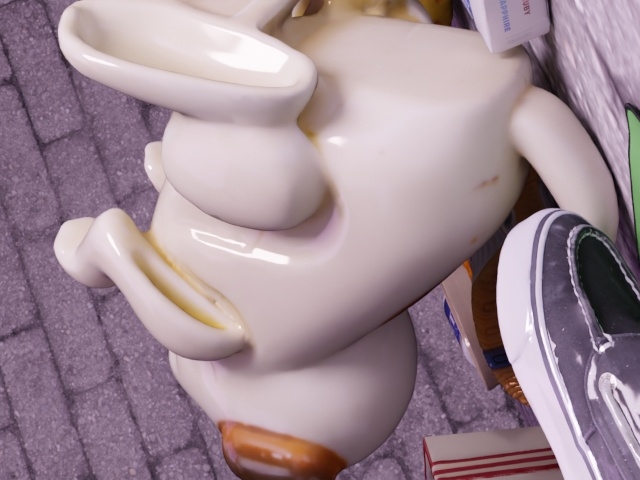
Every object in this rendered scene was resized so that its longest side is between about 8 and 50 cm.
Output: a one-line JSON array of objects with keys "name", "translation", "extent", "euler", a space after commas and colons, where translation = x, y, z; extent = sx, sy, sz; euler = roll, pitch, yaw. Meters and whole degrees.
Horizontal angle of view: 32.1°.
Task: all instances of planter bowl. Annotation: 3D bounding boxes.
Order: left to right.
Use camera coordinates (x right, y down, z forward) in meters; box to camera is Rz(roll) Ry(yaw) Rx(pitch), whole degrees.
[{"name": "planter bowl", "translation": [0.223, 0.090, 1.366], "extent": [0.162, 0.109, 0.162], "euler": [-23, -90, -87]}]

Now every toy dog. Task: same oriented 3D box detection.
[{"name": "toy dog", "translation": [0.000, 0.000, 0.858], "extent": [0.284, 0.395, 0.408], "euler": [-68, -9, -50]}]

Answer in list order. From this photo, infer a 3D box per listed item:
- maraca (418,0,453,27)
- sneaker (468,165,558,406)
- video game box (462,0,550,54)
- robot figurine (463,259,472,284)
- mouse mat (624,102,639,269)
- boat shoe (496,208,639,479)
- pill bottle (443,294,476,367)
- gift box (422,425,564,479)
[{"name": "maraca", "translation": [0.075, -0.233, 1.041], "extent": [0.127, 0.099, 0.186], "euler": [-139, 49, -78]}, {"name": "sneaker", "translation": [0.172, -0.005, 0.956], "extent": [0.131, 0.112, 0.296], "euler": [-51, -55, -75]}, {"name": "video game box", "translation": [0.072, -0.244, 0.670], "extent": [0.187, 0.048, 0.205], "euler": [65, -177, -59]}, {"name": "robot figurine", "translation": [0.192, 0.010, 1.201], "extent": [0.211, 0.085, 0.291], "euler": [-74, -40, -86]}, {"name": "mouse mat", "translation": [0.208, 0.028, 0.615], "extent": [0.190, 0.007, 0.153], "euler": [64, -176, -53]}, {"name": "boat shoe", "translation": [0.179, 0.097, 0.584], "extent": [0.108, 0.102, 0.301], "euler": [15, -130, -30]}, {"name": "pill bottle", "translation": [0.248, 0.107, 1.693], "extent": [0.187, 0.112, 0.112], "euler": [-107, -7, -62]}, {"name": "gift box", "translation": [0.282, 0.379, 1.474], "extent": [0.255, 0.258, 0.276], "euler": [-100, 6, -68]}]
